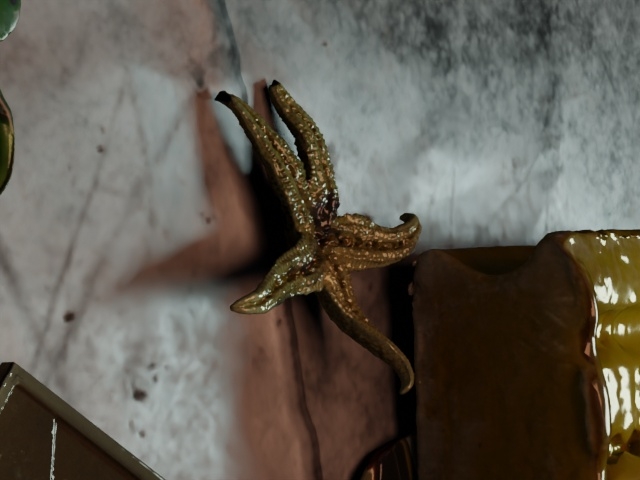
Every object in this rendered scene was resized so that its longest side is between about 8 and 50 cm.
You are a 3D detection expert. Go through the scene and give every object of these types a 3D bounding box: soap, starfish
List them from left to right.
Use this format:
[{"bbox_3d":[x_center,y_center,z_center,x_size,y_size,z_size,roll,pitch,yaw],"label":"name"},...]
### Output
[{"bbox_3d":[-0.002,0.001,0.901,0.223,0.050,0.217,60,28,0],"label":"starfish"},{"bbox_3d":[0.229,0.145,1.048,0.338,0.169,0.304,-2,88,-50],"label":"soap"}]

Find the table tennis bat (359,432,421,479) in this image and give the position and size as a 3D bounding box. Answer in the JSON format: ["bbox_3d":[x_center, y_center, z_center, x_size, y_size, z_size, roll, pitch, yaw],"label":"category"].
[{"bbox_3d":[0.044,0.212,0.957,0.301,0.022,0.173,18,72,-48],"label":"table tennis bat"}]

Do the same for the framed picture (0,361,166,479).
[{"bbox_3d":[-0.158,0.215,0.736,0.184,0.016,0.250,45,54,-35],"label":"framed picture"}]

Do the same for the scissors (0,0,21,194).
[{"bbox_3d":[-0.182,-0.121,0.737,0.101,0.027,0.204,33,64,-44],"label":"scissors"}]
